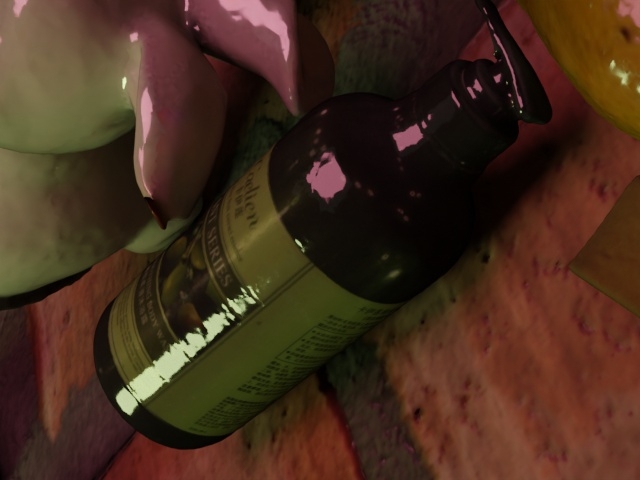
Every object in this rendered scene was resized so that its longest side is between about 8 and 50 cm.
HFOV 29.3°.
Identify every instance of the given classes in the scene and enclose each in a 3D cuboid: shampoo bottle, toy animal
[{"bbox_3d":[0.000,0.000,0.603,0.284,0.101,0.101,-40,41,34],"label":"shampoo bottle"},{"bbox_3d":[-0.151,-0.089,0.727,0.183,0.247,0.310,-45,-1,-40],"label":"toy animal"}]

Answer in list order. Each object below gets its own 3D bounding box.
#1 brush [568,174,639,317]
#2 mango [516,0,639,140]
[{"bbox_3d":[0.183,0.023,0.377,0.103,0.047,0.233,-58,34,8],"label":"brush"},{"bbox_3d":[0.133,-0.126,0.425,0.167,0.130,0.262,-9,40,8],"label":"mango"}]
